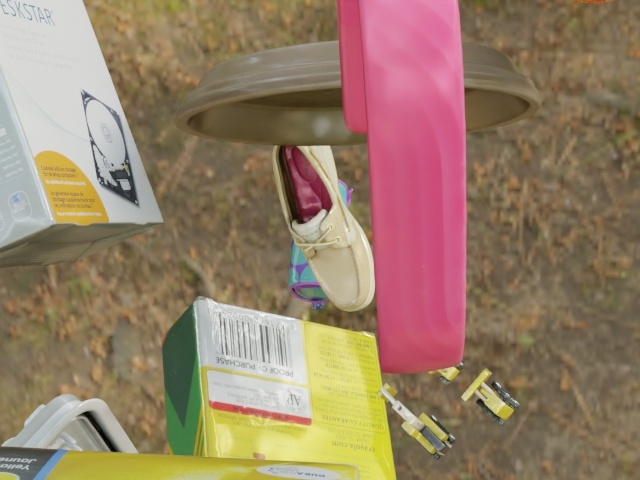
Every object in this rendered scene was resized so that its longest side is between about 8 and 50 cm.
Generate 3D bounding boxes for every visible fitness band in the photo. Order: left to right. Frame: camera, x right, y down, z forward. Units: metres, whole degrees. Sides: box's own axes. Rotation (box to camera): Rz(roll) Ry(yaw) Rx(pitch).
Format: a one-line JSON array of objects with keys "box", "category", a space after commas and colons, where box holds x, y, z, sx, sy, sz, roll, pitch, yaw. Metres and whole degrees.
[{"box": [0.042, -0.067, 0.783, 0.054, 0.291, 0.209, -6, 41, 0], "category": "fitness band"}]

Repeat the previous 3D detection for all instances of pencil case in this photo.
[{"box": [0.000, 0.000, 1.824, 0.070, 0.064, 0.151, 8, 60, -8], "category": "pencil case"}]

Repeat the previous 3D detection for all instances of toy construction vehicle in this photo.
[{"box": [0.104, 0.133, 1.310, 0.086, 0.035, 0.098, -48, 60, 7], "category": "toy construction vehicle"}]

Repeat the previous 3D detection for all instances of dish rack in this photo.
[{"box": [-0.340, 0.336, 1.882, 0.072, 0.333, 0.285, 33, 70, 26], "category": "dish rack"}]

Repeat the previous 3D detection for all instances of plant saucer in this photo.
[{"box": [0.027, -0.110, 1.183, 0.278, 0.278, 0.041, -4, 85, 3], "category": "plant saucer"}]

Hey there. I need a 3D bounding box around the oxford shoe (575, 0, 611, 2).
[{"box": [0.189, -0.242, 1.145, 0.133, 0.130, 0.364, -4, 6, -19], "category": "oxford shoe"}]

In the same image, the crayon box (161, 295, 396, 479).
[{"box": [-0.033, 0.221, 1.420, 0.202, 0.081, 0.318, 14, 51, -28], "category": "crayon box"}]

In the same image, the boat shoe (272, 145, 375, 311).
[{"box": [-0.004, -0.016, 1.370, 0.063, 0.059, 0.170, -23, 86, 24], "category": "boat shoe"}]

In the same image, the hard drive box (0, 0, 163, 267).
[{"box": [-0.223, -0.102, 1.118, 0.089, 0.181, 0.232, -23, 85, 17], "category": "hard drive box"}]

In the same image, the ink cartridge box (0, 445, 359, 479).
[{"box": [-0.139, 0.192, 0.866, 0.304, 0.072, 0.307, 4, 10, 4], "category": "ink cartridge box"}]
